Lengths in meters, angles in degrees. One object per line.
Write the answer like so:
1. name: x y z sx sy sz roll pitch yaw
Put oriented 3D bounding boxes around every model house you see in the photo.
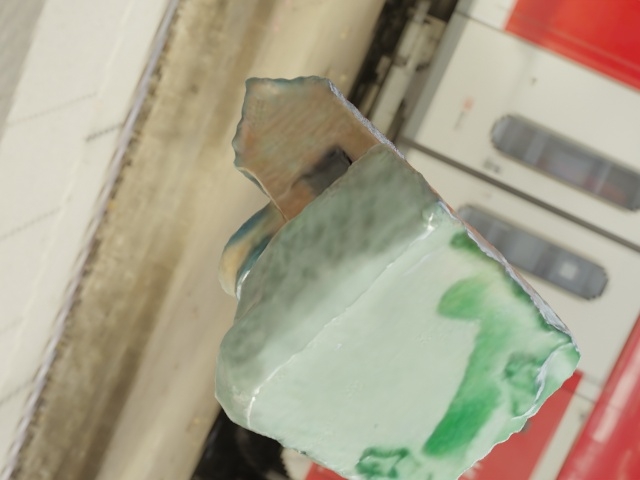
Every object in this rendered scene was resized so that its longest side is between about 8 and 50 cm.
1. model house: 0.000 0.000 1.020 0.194 0.325 0.267 -42 140 7
